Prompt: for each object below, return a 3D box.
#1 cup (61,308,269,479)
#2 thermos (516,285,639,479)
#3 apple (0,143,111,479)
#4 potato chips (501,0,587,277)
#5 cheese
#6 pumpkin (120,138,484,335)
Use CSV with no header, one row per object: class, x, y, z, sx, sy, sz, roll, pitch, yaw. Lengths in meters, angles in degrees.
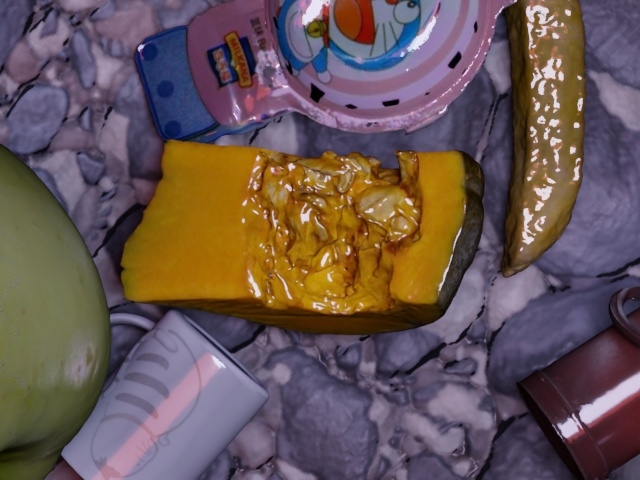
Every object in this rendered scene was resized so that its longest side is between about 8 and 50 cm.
cup,-0.128,0.116,1.215,0.136,0.099,0.133,42,89,-3
thermos,0.266,0.084,1.238,0.232,0.099,0.124,-32,128,-4
apple,-0.323,0.064,1.091,0.357,0.357,0.357,0,90,-2
potato chips,0.149,-0.178,1.247,0.080,0.057,0.407,-7,90,0
cheese,0.004,-0.153,1.230,0.286,0.074,0.189,-20,77,10
pumpkin,-0.004,0.000,1.217,0.248,0.126,0.131,6,84,15
